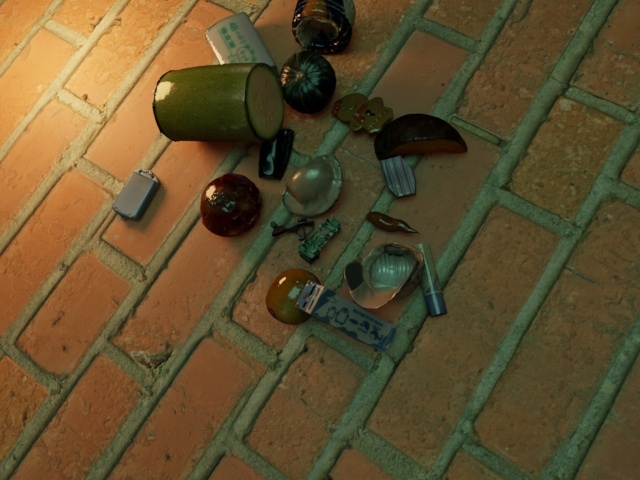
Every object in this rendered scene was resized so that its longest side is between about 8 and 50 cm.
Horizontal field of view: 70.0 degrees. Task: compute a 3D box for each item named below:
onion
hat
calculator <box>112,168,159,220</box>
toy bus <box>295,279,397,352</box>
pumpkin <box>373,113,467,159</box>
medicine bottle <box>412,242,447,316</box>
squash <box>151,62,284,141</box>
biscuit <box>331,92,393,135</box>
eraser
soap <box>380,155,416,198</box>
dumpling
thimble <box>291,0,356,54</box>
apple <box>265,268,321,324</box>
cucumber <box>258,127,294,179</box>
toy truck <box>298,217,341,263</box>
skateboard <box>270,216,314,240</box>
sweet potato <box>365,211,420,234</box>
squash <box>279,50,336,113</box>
[{"bbox_3d":[-0.316,-0.133,1.568,0.230,0.163,0.229,-2,67,6],"label":"onion"},{"bbox_3d":[0.204,0.120,1.380,0.232,0.275,0.160,-7,113,31],"label":"hat"},{"bbox_3d":[-0.687,-0.169,1.698,0.121,0.039,0.210,23,81,16],"label":"calculator"},{"bbox_3d":[0.080,0.228,1.363,0.297,0.131,0.106,31,81,-20],"label":"toy bus"},{"bbox_3d":[0.336,-0.378,1.539,0.313,0.148,0.169,-2,77,6],"label":"pumpkin"},{"bbox_3d":[0.345,0.124,1.449,0.059,0.059,0.230,-13,74,5],"label":"medicine bottle"},{"bbox_3d":[-0.354,-0.469,1.576,0.385,0.263,0.262,5,76,23],"label":"squash"},{"bbox_3d":[0.145,-0.458,1.625,0.226,0.036,0.166,38,81,28],"label":"biscuit"},{"bbox_3d":[-0.304,-0.715,1.749,0.189,0.104,0.289,-27,74,-3],"label":"eraser"},{"bbox_3d":[0.268,-0.209,1.549,0.100,0.056,0.148,-16,73,7],"label":"soap"},{"bbox_3d":[-0.014,-0.174,1.548,0.247,0.142,0.172,-41,75,20],"label":"dumpling"},{"bbox_3d":[0.007,-0.796,1.666,0.238,0.237,0.150,8,73,11],"label":"thimble"},{"bbox_3d":[-0.087,0.175,1.447,0.155,0.182,0.182,23,80,24],"label":"apple"},{"bbox_3d":[-0.169,-0.316,1.639,0.116,0.086,0.192,9,84,9],"label":"cucumber"},{"bbox_3d":[0.000,0.000,1.539,0.067,0.081,0.175,37,65,15],"label":"toy truck"},{"bbox_3d":[-0.094,-0.034,1.563,0.152,0.067,0.080,-10,83,2],"label":"skateboard"},{"bbox_3d":[0.238,-0.054,1.512,0.195,0.056,0.056,18,79,22],"label":"sweet potato"},{"bbox_3d":[-0.046,-0.560,1.630,0.219,0.172,0.217,-1,82,6],"label":"squash"}]
